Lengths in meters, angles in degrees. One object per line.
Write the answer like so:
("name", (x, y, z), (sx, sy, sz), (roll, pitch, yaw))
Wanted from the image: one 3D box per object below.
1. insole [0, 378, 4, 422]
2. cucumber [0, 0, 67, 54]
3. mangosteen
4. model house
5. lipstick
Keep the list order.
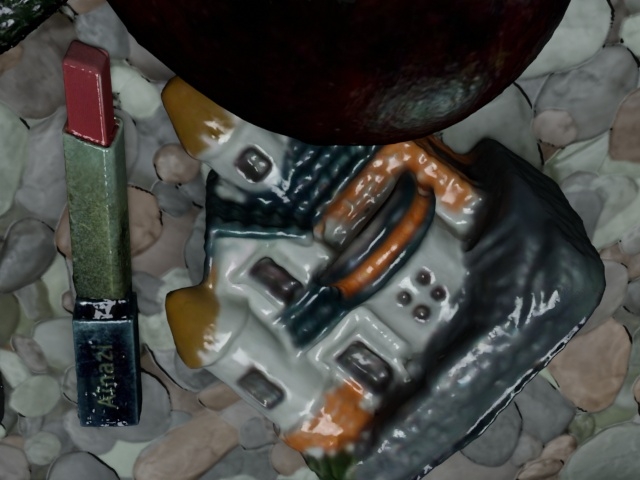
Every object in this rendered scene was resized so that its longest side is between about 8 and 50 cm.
("insole", (-0.363, 0.043, 0.887), (0.109, 0.007, 0.322), (-28, 114, 8))
("cucumber", (-0.239, -0.154, 0.764), (0.245, 0.067, 0.067), (-36, 113, 14))
("mangosteen", (0.011, -0.207, 0.618), (0.329, 0.330, 0.330), (-1, 116, -3))
("model house", (0.000, 0.000, 0.787), (0.301, 0.190, 0.271), (39, 110, -19))
("lipstick", (-0.170, 0.003, 0.854), (0.051, 0.051, 0.312), (1, 116, -2))
